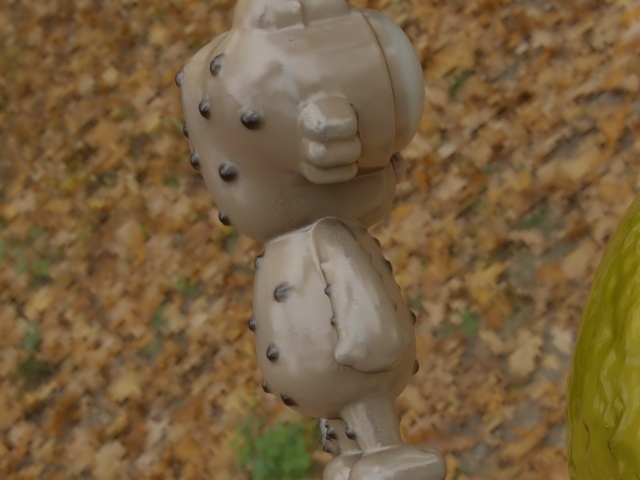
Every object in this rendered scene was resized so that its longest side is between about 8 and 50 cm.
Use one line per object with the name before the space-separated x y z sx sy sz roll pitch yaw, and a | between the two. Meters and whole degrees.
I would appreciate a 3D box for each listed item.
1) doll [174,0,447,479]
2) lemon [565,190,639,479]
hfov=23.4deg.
doll | 0.001 0.001 0.812 0.119 0.278 0.154 -13 6 -18
lemon | 0.255 0.072 0.598 0.336 0.336 0.336 -31 28 19
